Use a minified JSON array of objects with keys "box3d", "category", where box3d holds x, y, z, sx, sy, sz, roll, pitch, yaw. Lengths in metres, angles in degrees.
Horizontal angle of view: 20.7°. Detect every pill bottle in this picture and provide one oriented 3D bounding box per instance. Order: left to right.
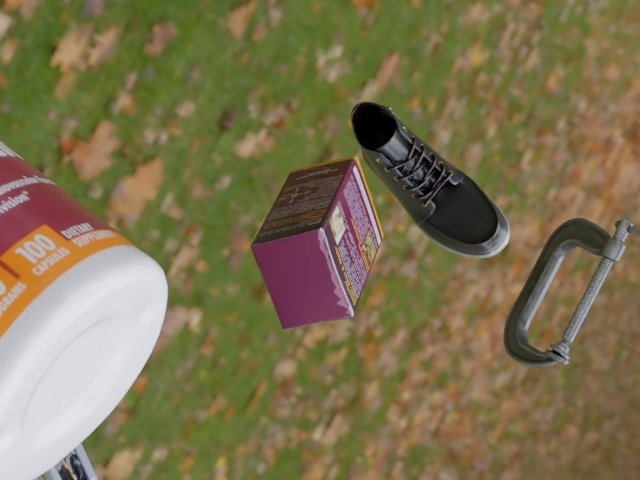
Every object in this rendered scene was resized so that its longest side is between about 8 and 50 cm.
[{"box3d":[-0.335,-0.001,1.405,0.224,0.392,0.224,-47,162,-21],"category":"pill bottle"}]

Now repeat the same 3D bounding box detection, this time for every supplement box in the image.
[{"box3d":[0.000,0.000,1.824,0.188,0.081,0.104,-65,139,-61],"category":"supplement box"}]

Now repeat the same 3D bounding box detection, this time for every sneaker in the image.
[{"box3d":[0.117,-0.066,2.001,0.083,0.222,0.118,-49,156,-2],"category":"sneaker"}]

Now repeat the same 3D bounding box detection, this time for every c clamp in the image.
[{"box3d":[0.217,0.044,1.504,0.022,0.137,0.160,24,100,-33],"category":"c clamp"}]

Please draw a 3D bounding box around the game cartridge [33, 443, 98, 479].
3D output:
[{"box3d":[-0.342,0.181,1.820,0.062,0.198,0.297,-59,158,-27],"category":"game cartridge"}]
